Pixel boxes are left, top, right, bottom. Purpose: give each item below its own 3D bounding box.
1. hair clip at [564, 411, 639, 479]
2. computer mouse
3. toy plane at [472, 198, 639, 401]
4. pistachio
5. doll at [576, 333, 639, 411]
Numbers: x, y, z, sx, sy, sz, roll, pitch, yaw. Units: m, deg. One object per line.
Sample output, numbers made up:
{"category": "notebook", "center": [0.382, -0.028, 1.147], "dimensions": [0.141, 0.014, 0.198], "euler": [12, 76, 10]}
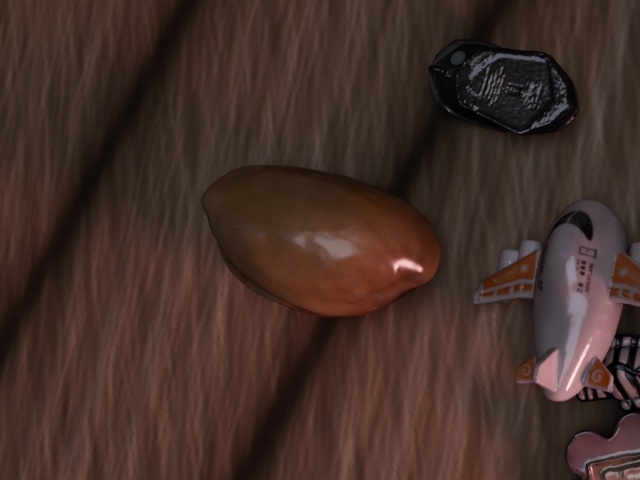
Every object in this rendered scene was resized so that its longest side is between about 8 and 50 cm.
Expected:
{"category": "hair clip", "center": [0.408, 0.262, 1.393], "dimensions": [0.257, 0.075, 0.146], "euler": [-11, 96, 17]}
{"category": "computer mouse", "center": [0.228, -0.185, 1.492], "dimensions": [0.192, 0.062, 0.106], "euler": [20, 88, 20]}
{"category": "toy plane", "center": [0.289, 0.065, 1.388], "dimensions": [0.244, 0.117, 0.245], "euler": [-16, 61, 32]}
{"category": "pistachio", "center": [0.000, 0.000, 1.465], "dimensions": [0.293, 0.162, 0.181], "euler": [15, 68, 17]}
{"category": "doll", "center": [0.404, 0.145, 1.409], "dimensions": [0.219, 0.067, 0.091], "euler": [-12, 83, 16]}
